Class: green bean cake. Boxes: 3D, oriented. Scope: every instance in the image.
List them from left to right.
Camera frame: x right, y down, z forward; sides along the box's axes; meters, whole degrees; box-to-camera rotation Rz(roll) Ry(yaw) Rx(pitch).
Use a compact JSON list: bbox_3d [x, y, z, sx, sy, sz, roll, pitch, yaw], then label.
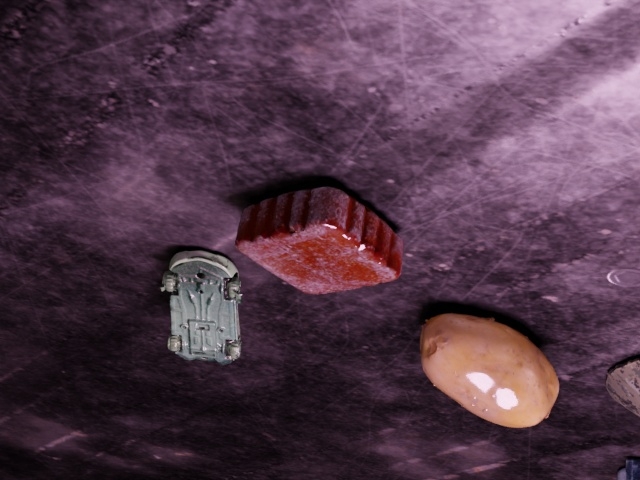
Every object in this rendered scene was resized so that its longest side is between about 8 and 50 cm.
[{"bbox_3d":[0.000,0.000,1.255,0.136,0.056,0.135,-13,147,38],"label":"green bean cake"}]

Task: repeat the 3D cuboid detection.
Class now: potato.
[{"bbox_3d":[0.190,0.145,1.422,0.178,0.118,0.109,29,115,-8],"label":"potato"}]

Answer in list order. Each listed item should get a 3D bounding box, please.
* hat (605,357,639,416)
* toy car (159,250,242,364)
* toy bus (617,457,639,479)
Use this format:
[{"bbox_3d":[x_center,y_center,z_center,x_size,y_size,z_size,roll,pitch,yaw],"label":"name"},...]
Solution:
[{"bbox_3d":[0.469,0.234,1.482,0.265,0.128,0.265,6,157,3],"label":"hat"},{"bbox_3d":[-0.131,0.074,1.448,0.093,0.058,0.186,7,135,5],"label":"toy car"},{"bbox_3d":[0.541,0.447,1.845,0.194,0.162,0.323,-2,150,18],"label":"toy bus"}]
